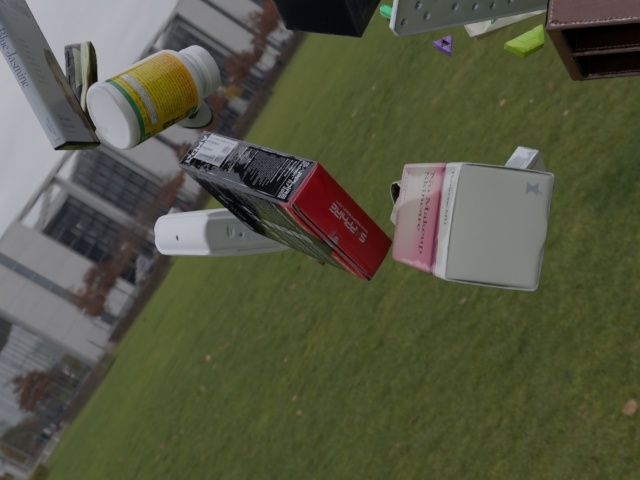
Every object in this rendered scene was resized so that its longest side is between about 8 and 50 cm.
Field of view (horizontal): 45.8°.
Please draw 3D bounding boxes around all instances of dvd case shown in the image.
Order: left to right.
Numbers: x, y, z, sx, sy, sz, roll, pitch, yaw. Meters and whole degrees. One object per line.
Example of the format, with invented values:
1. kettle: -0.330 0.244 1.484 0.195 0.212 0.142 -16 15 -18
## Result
1. dvd case: -0.386 -0.239 1.025 0.022 0.253 0.180 -26 8 2

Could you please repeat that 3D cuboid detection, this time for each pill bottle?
1. pill bottle: -0.271 -0.246 1.259 0.208 0.118 0.117 -39 -3 -35

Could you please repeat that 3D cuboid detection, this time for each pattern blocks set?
1. pattern blocks set: 0.349 -0.485 1.520 0.324 0.285 0.026 -34 -21 -10

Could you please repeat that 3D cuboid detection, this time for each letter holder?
1. letter holder: 0.403 -0.364 0.892 0.214 0.152 0.302 3 78 31

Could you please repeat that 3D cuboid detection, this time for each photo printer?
1. photo printer: -0.228 -0.020 1.763 0.307 0.256 0.107 -1 93 56

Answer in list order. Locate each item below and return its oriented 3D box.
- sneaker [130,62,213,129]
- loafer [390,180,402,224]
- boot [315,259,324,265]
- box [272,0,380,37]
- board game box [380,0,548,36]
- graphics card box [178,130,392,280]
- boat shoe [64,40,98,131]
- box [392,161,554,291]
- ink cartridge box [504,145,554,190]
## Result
1. sneaker: -0.369 -0.357 1.932 0.108 0.271 0.100 14 80 40
2. loafer: 0.215 -0.051 1.804 0.269 0.092 0.102 -93 12 -51
3. boot: 0.000 0.000 2.207 0.114 0.106 0.037 -56 14 2
4. box: 0.014 -0.609 1.377 0.313 0.178 0.343 -65 -30 -19
5. board game box: 0.264 -0.502 1.048 0.389 0.050 0.390 -19 -46 -30
6. graphics card box: -0.070 -0.068 1.341 0.370 0.233 0.094 20 72 50
7. boat shoe: -0.526 -0.324 1.640 0.080 0.073 0.224 78 -170 -78
8. box: 0.194 -0.026 1.017 0.232 0.126 0.149 -156 73 -79
9. ink cartridge box: 0.419 -0.119 1.543 0.052 0.122 0.089 25 72 44
